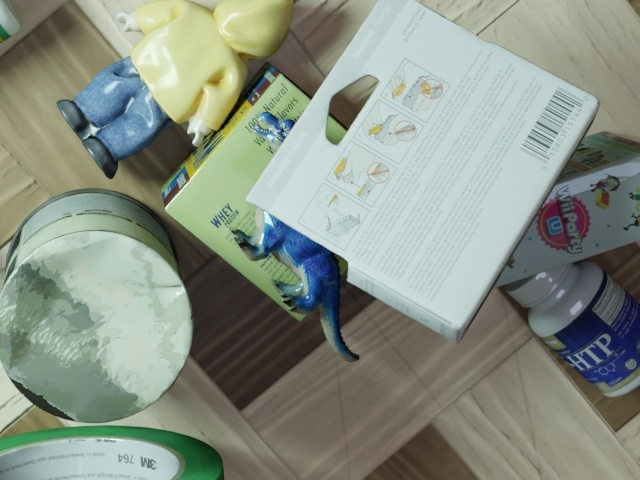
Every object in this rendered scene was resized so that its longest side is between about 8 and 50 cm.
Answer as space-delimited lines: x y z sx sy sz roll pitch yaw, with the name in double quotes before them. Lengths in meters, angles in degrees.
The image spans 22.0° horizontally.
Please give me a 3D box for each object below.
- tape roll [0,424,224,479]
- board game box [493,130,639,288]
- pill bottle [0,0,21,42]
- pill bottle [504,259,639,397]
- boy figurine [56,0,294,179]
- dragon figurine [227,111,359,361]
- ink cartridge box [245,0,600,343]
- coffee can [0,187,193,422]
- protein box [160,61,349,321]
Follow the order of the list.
"tape roll" -0.264 0.286 1.798 0.321 0.321 0.077 -3 101 -8
"board game box" 0.228 -0.027 1.862 0.303 0.224 0.097 -19 101 -4
"pill bottle" -0.441 -0.225 1.778 0.208 0.117 0.118 -31 104 -1
"pill bottle" 0.313 0.089 1.954 0.186 0.112 0.112 41 93 -13
"boy figurine" -0.157 -0.198 1.839 0.285 0.092 0.177 -37 78 -3
"dragon figurine" 0.000 0.000 1.763 0.144 0.085 0.289 -38 103 1
"ink cartridge box" 0.108 -0.083 1.721 0.261 0.066 0.296 31 74 9
"coffee can" -0.246 0.063 1.782 0.201 0.275 0.202 -1 101 -8
"protein box" -0.042 -0.058 1.861 0.201 0.136 0.200 40 94 -14
